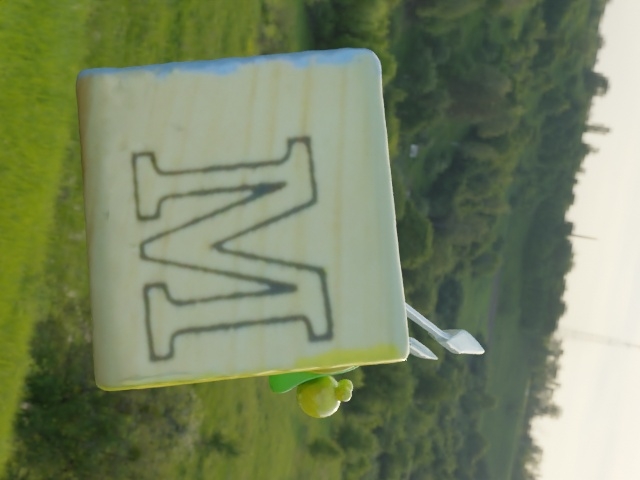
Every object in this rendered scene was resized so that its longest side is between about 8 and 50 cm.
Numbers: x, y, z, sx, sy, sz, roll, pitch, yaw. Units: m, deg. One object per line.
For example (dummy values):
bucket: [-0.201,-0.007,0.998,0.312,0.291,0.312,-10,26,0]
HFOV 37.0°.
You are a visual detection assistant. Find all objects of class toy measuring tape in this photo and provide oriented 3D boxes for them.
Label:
toy measuring tape: [0.000,0.000,0.848,0.121,0.121,0.330,-39,126,-70]

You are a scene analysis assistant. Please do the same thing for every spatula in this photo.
spatula: [0.090,0.110,1.233,0.242,0.168,0.019,39,55,-46]

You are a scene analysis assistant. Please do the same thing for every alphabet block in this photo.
alphabet block: [-0.050,-0.004,0.662,0.192,0.193,0.197,92,-7,-81]
